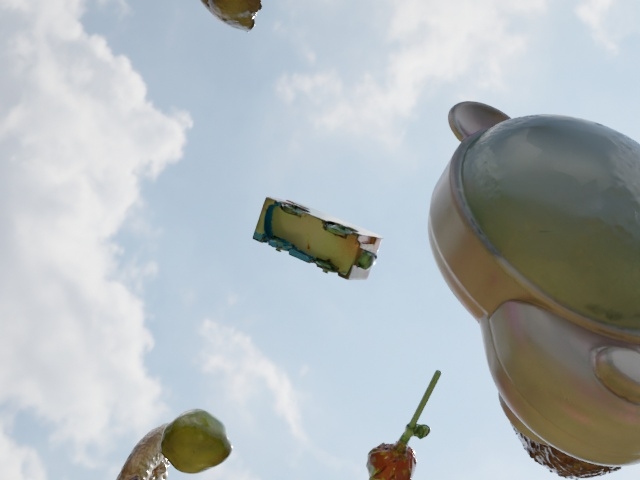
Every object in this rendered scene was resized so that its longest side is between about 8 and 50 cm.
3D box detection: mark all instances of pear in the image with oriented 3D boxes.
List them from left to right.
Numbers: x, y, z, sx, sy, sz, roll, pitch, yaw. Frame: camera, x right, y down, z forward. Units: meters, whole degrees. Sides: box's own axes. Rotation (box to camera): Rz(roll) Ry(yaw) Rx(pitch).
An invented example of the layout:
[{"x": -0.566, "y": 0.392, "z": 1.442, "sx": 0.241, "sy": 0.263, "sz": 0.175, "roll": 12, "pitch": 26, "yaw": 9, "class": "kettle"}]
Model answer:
[{"x": -0.166, "y": 0.271, "z": 1.379, "sx": 0.097, "sy": 0.092, "sz": 0.092, "roll": 19, "pitch": -55, "yaw": -3, "class": "pear"}]

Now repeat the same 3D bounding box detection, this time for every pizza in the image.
[{"x": -0.256, "y": 0.371, "z": 1.507, "sx": 0.062, "sy": 0.182, "sz": 0.161, "roll": 8, "pitch": -78, "yaw": 12, "class": "pizza"}]

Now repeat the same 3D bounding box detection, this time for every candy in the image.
[{"x": 0.140, "y": 0.293, "z": 1.596, "sx": 0.078, "sy": 0.084, "sz": 0.288, "roll": 3, "pitch": -48, "yaw": -17, "class": "candy"}]

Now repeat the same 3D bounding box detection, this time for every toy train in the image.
[{"x": 0.000, "y": 0.000, "z": 1.418, "sx": 0.188, "sy": 0.099, "sz": 0.072, "roll": 23, "pitch": -85, "yaw": 25, "class": "toy train"}]

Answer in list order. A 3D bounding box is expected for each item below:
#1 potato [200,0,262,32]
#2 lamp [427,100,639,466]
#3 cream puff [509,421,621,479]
[{"x": -0.082, "y": -0.318, "z": 1.045, "sx": 0.081, "sy": 0.200, "sz": 0.164, "roll": 17, "pitch": -21, "yaw": -11, "class": "potato"}, {"x": 0.156, "y": 0.011, "z": 0.599, "sx": 0.179, "sy": 0.246, "sz": 0.108, "roll": 12, "pitch": -42, "yaw": -13, "class": "lamp"}, {"x": 0.183, "y": 0.093, "z": 0.719, "sx": 0.084, "sy": 0.149, "sz": 0.149, "roll": 20, "pitch": -54, "yaw": -16, "class": "cream puff"}]
